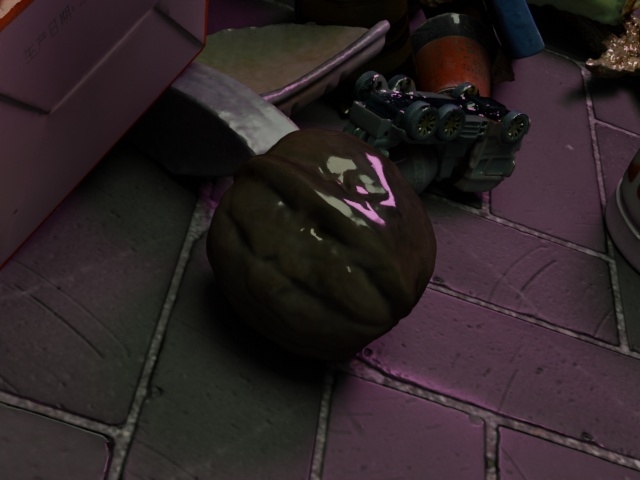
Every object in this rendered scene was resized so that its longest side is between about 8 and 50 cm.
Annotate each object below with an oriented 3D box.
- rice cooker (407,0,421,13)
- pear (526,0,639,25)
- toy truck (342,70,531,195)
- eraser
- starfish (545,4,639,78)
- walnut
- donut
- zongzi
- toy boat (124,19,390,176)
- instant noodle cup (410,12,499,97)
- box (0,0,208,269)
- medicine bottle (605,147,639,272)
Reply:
[{"bbox_3d":[0.089,-0.492,1.710,0.288,0.277,0.288,16,39,-13],"label":"rice cooker"},{"bbox_3d":[0.394,-0.470,1.894,0.282,0.176,0.286,16,25,20],"label":"pear"},{"bbox_3d":[0.120,-0.109,1.387,0.257,0.140,0.108,-2,28,-42],"label":"toy truck"},{"bbox_3d":[0.253,-0.322,1.630,0.312,0.043,0.144,-61,129,-78],"label":"eraser"},{"bbox_3d":[0.483,-0.293,1.841,0.358,0.078,0.347,-18,43,-38],"label":"starfish"},{"bbox_3d":[0.000,0.000,1.125,0.224,0.224,0.224,15,38,-12],"label":"walnut"},{"bbox_3d":[0.190,-0.313,1.650,0.217,0.085,0.141,62,10,-18],"label":"donut"},{"bbox_3d":[0.019,-0.345,1.511,0.134,0.286,0.288,-15,43,-10],"label":"zongzi"},{"bbox_3d":[-0.101,-0.171,1.327,0.276,0.111,0.293,11,35,21],"label":"toy boat"},{"bbox_3d":[0.172,-0.207,1.548,0.127,0.127,0.135,14,45,-13],"label":"instant noodle cup"},{"bbox_3d":[-0.293,-0.221,1.054,0.257,0.318,0.348,31,62,11],"label":"box"},{"bbox_3d":[0.516,-0.071,1.459,0.253,0.241,0.252,15,37,-12],"label":"medicine bottle"}]
